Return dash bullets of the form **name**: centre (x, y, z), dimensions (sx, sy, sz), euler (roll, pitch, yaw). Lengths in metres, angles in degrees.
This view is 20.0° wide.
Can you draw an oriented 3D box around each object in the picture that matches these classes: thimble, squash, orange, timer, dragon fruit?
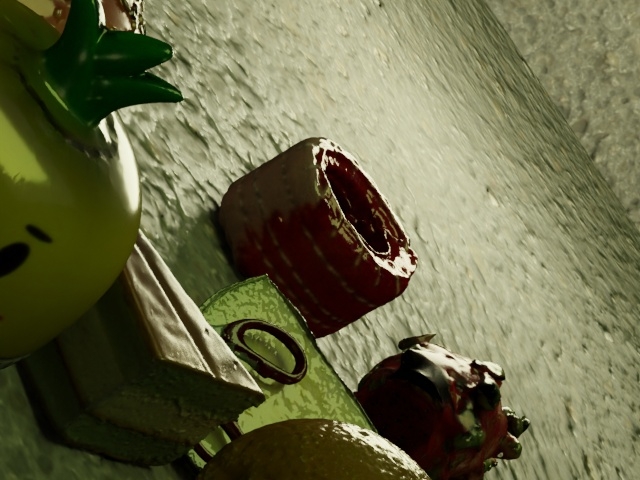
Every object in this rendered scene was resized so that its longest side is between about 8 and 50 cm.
- **thimble**: centre (-0.004, -0.001, 1.801), dimensions (0.189, 0.125, 0.163), euler (46, 25, -30)
- **squash**: centre (-0.070, 0.148, 1.524), dimensions (0.184, 0.085, 0.192), euler (-33, 88, -42)
- **orange**: centre (0.002, 0.242, 1.318), dimensions (0.236, 0.236, 0.236), euler (47, 22, -26)
- **timer**: centre (-0.211, -0.067, 1.198), dimensions (0.285, 0.285, 0.285), euler (47, 22, -26)
- **dragon fruit**: centre (0.120, 0.168, 1.761), dimensions (0.172, 0.166, 0.160), euler (-9, 88, -58)

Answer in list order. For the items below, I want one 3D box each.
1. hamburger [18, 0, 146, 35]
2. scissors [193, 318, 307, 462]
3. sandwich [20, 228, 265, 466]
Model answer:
- **hamburger**: centre (-0.265, -0.219, 1.439), dimensions (0.300, 0.176, 0.300), euler (46, 24, -28)
- **scissors**: centre (-0.127, 0.062, 1.461), dimensions (0.247, 0.017, 0.144), euler (43, 50, -8)
- **sandwich**: centre (-0.152, 0.060, 1.374), dimensions (0.144, 0.117, 0.187), euler (25, 36, -61)
